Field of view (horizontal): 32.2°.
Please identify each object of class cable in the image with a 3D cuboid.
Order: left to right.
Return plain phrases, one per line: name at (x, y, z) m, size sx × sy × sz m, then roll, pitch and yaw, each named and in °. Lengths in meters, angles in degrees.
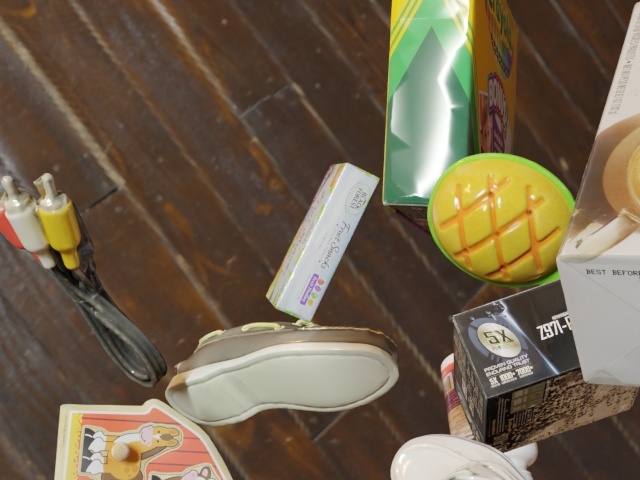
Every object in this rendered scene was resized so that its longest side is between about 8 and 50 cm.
cable at (-0.267, 0.047, 1.159) m, size 0.072 × 0.139 × 0.287 m, roll -47°, pitch 127°, yaw -43°

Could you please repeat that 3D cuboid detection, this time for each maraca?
maraca at (0.191, -0.010, 1.044) m, size 0.185 × 0.127 × 0.099 m, roll 24°, pitch 26°, yaw 8°

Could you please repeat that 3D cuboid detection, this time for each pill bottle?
pill bottle at (0.222, 0.242, 1.436) m, size 0.108 × 0.108 × 0.193 m, roll 9°, pitch 58°, yaw -25°

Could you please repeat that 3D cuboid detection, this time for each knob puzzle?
knob puzzle at (-0.180, 0.263, 1.161) m, size 0.213 × 0.030 × 0.213 m, roll 3°, pitch 81°, yaw -18°

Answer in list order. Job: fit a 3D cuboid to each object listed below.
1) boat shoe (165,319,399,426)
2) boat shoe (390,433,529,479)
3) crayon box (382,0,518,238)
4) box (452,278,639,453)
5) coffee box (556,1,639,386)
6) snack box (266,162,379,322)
boat shoe at (-0.041, 0.133, 1.226) m, size 0.109 × 0.305 × 0.091 m, roll 52°, pitch 41°, yaw -29°
boat shoe at (0.117, 0.191, 0.788) m, size 0.076 × 0.226 × 0.083 m, roll 36°, pitch 82°, yaw -38°
crayon box at (0.175, -0.168, 1.392) m, size 0.106 × 0.363 × 0.313 m, roll 2°, pitch 84°, yaw 17°
box at (0.194, 0.106, 0.945) m, size 0.147 × 0.180 × 0.077 m, roll -19°, pitch 63°, yaw -1°
coffee box at (0.279, -0.044, 0.746) m, size 0.297 × 0.168 × 0.119 m, roll -61°, pitch 142°, yaw -42°
snack box at (0.000, 0.000, 1.004) m, size 0.037 × 0.100 × 0.141 m, roll 26°, pitch 89°, yaw -9°
